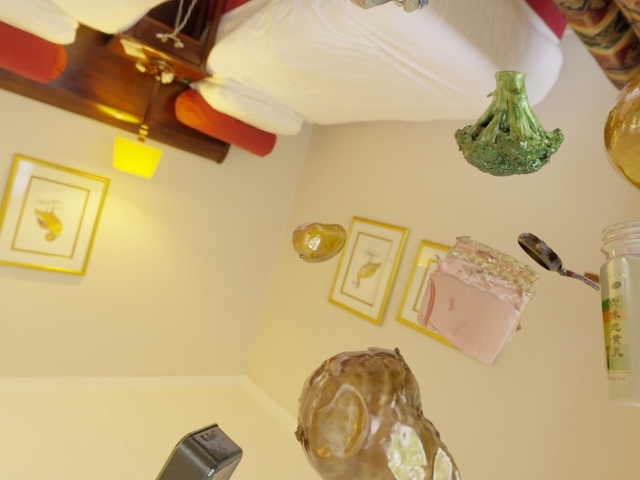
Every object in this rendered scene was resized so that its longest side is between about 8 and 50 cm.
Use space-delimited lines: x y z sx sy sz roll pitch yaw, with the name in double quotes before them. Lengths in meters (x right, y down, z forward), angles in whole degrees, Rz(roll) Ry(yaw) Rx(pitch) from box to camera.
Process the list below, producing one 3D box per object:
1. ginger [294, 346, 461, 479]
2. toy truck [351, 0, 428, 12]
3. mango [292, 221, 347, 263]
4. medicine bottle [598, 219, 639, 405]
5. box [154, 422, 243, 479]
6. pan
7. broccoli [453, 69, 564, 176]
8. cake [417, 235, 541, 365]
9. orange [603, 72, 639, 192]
"ginger" 0.079 0.308 0.710 0.223 0.269 0.200 -22 176 -1
"toy truck" 0.141 -0.459 0.710 0.177 0.213 0.161 51 173 18
"mango" 0.000 0.000 0.823 0.114 0.080 0.060 -22 -173 -37
"medicine bottle" 0.581 0.131 0.798 0.124 0.324 0.179 5 164 15
"box" -0.246 0.469 0.847 0.090 0.201 0.144 30 178 20
"pan" 0.538 0.057 1.008 0.212 0.040 0.115 38 -173 4
"broccoli" 0.470 -0.296 1.137 0.269 0.269 0.254 17 -147 37
"cake" 0.517 0.190 1.450 0.314 0.293 0.307 24 -150 25
"orange" 0.590 -0.173 0.669 0.279 0.235 0.279 -22 -164 7
